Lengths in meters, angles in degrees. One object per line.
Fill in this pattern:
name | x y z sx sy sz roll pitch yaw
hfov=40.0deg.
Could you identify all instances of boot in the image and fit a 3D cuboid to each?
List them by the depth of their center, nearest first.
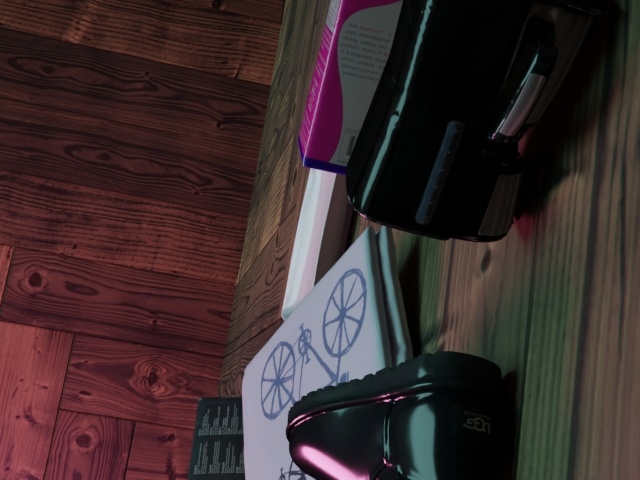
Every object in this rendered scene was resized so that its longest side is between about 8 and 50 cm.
boot | 0.037 0.205 0.611 0.246 0.094 0.207 -36 39 53

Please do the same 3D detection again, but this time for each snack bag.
snack bag | 0.001 0.203 0.870 0.323 0.037 0.343 -50 34 43

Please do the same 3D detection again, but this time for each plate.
plate | 0.000 0.000 1.310 0.277 0.045 0.278 -163 83 -82

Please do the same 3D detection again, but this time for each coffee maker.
coffee maker | 0.075 -0.105 0.583 0.120 0.171 0.178 -42 -26 -58

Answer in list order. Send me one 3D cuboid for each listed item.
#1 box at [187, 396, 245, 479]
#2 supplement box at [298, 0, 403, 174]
box | -0.124 0.458 1.178 0.395 0.097 0.318 -93 3 -57
supplement box | 0.053 -0.191 0.997 0.114 0.111 0.220 -101 24 -68
